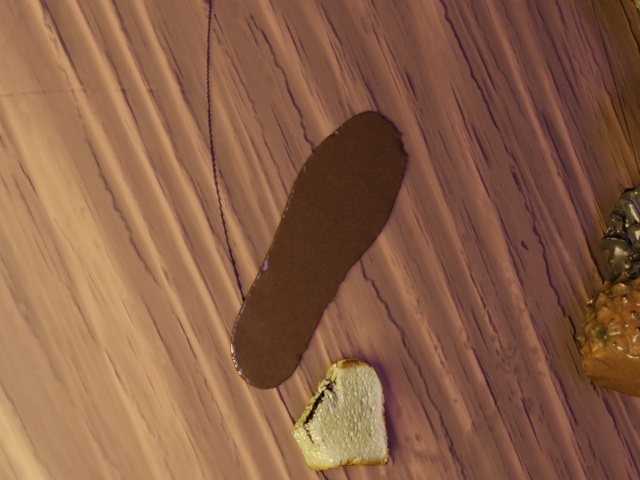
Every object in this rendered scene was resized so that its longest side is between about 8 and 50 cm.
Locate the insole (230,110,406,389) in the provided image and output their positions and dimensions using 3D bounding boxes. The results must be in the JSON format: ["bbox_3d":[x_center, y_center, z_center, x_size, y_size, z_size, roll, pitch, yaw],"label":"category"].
[{"bbox_3d":[0.000,0.000,1.146,0.111,0.007,0.328,42,58,-23],"label":"insole"}]

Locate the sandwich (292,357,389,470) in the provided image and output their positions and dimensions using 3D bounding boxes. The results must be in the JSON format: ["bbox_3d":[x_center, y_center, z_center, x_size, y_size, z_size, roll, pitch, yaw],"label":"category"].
[{"bbox_3d":[0.019,0.161,1.111,0.093,0.036,0.105,8,76,-36],"label":"sandwich"}]

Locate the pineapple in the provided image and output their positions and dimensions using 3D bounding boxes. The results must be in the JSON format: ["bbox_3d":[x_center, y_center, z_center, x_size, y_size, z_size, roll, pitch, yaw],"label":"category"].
[{"bbox_3d":[0.371,0.050,1.363,0.128,0.128,0.248,32,60,-30],"label":"pineapple"}]

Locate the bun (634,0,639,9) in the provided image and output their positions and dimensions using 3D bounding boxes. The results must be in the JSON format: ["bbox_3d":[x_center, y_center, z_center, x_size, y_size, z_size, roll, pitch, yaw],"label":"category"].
[{"bbox_3d":[0.461,-0.400,1.466,0.293,0.187,0.293,-30,137,-32],"label":"bun"}]
